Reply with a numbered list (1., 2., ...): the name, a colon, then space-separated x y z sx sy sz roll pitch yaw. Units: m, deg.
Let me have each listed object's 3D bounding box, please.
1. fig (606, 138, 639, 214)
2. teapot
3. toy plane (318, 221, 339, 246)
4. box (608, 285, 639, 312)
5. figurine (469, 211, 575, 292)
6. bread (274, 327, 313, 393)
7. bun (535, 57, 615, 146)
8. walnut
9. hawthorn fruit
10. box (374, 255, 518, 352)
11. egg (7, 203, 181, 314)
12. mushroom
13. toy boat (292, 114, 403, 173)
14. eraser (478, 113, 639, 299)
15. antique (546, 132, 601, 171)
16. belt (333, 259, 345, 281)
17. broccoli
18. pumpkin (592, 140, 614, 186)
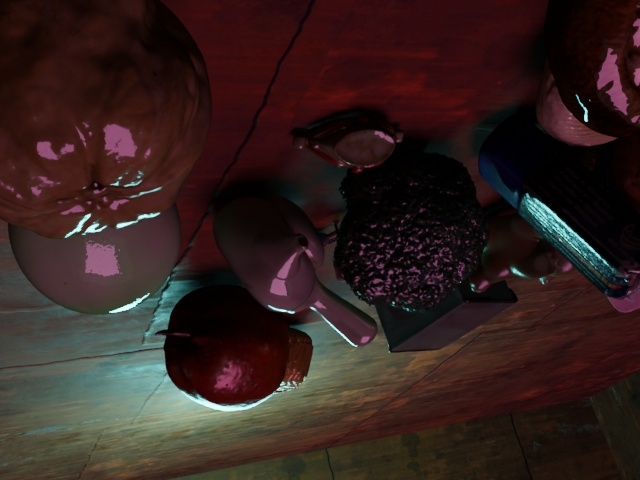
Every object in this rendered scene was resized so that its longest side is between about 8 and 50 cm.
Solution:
1. fig: 0.618 -0.162 1.350 0.286 0.368 0.286 20 158 8
2. teapot: -0.049 0.050 1.411 0.149 0.220 0.318 -35 134 0
3. toy plane: 0.000 0.000 1.587 0.145 0.037 0.060 -25 159 21
4. box: 0.637 -0.011 1.662 0.190 0.112 0.369 -29 -167 23
5. figurine: 0.425 0.005 1.710 0.247 0.177 0.173 -26 172 38
6. bread: -0.124 0.287 1.998 0.240 0.139 0.240 -16 159 -6
7. bun: 0.404 -0.239 1.218 0.220 0.134 0.220 -13 151 -7
8. walnut: -0.247 -0.148 0.821 0.253 0.276 0.282 -30 166 9
9. hawthorn fruit: -0.210 0.204 1.642 0.254 0.254 0.300 -34 148 33
10. box: 0.272 0.130 1.902 0.188 0.153 0.252 3 149 -40
11. egg: -0.299 -0.017 1.130 0.220 0.220 0.269 -14 157 -7
12. mushroom: 0.438 -0.274 0.969 0.345 0.259 0.345 -10 116 -22
13. toy boat: 0.053 -0.147 1.266 0.185 0.071 0.089 -6 112 -23
14. eraser: 0.399 -0.055 1.359 0.101 0.332 0.155 -41 159 -6
15. antique: 0.429 -0.160 1.449 0.104 0.104 0.104 -14 156 -6
16. belt: 0.086 0.069 1.771 0.071 0.053 0.232 -23 156 16
17. broccoli: 0.128 -0.015 1.419 0.298 0.297 0.297 1 177 -35
18. pumpkin: 0.542 -0.108 1.556 0.221 0.161 0.220 -13 151 -7
